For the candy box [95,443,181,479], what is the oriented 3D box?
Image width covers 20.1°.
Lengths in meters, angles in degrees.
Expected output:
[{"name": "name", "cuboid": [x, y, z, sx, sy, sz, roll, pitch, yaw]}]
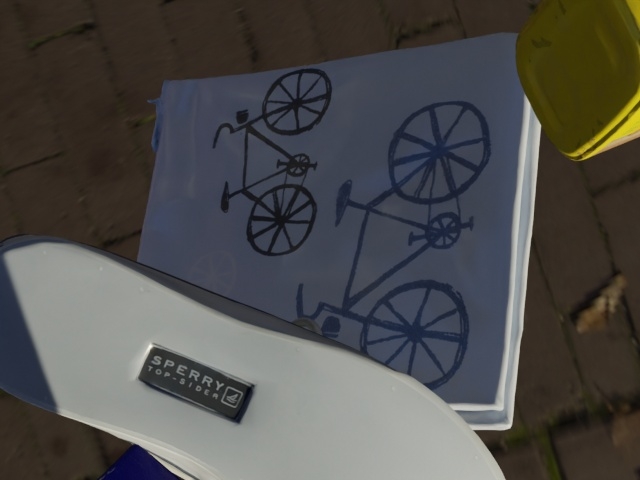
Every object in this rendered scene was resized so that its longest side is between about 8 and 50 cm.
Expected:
[{"name": "candy box", "cuboid": [-0.093, 0.286, 0.821, 0.268, 0.317, 0.122, 40, 128, 6]}]

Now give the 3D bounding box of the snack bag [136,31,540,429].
[{"name": "snack bag", "cuboid": [0.000, 0.000, 1.390, 0.343, 0.037, 0.323, -5, 62, 24]}]

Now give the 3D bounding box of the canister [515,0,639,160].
[{"name": "canister", "cuboid": [0.180, -0.103, 0.777, 0.170, 0.126, 0.073, -22, 80, -17]}]

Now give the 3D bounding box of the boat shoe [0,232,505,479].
[{"name": "boat shoe", "cuboid": [-0.056, 0.103, 1.121, 0.367, 0.156, 0.135, 25, 91, -12]}]
